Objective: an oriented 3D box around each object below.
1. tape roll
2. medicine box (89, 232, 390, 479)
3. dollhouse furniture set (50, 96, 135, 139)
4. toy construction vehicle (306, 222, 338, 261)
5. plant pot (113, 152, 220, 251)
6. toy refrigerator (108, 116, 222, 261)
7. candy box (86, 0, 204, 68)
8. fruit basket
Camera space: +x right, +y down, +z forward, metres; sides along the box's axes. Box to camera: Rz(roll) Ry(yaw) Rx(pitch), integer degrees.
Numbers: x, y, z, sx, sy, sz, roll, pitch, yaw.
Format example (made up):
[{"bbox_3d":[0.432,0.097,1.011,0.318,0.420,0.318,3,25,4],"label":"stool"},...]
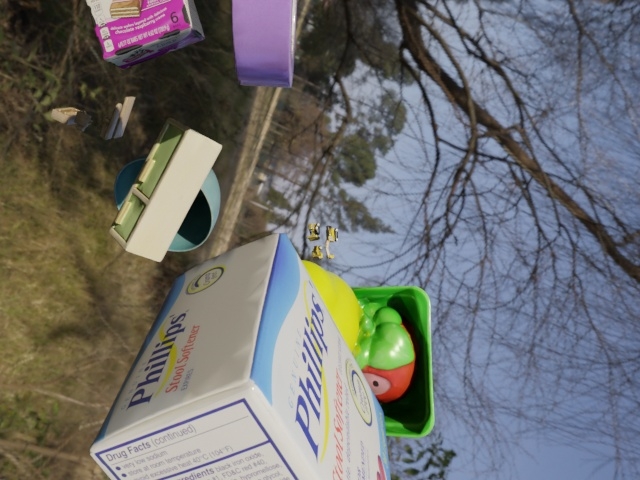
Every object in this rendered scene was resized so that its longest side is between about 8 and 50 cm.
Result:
[{"bbox_3d":[-0.085,-0.394,0.970,0.275,0.090,0.275,-177,-90,-89],"label":"tape roll"},{"bbox_3d":[-0.047,0.185,0.590,0.149,0.289,0.263,-22,-157,12],"label":"medicine box"},{"bbox_3d":[-0.631,-0.372,1.649,0.144,0.151,0.123,-74,-170,-74],"label":"dollhouse furniture set"},{"bbox_3d":[0.000,0.000,1.462,0.086,0.035,0.098,-8,-104,39],"label":"toy construction vehicle"},{"bbox_3d":[-0.400,-0.141,1.673,0.290,0.290,0.195,-58,-177,37],"label":"plant pot"},{"bbox_3d":[-0.318,-0.104,1.195,0.102,0.094,0.269,33,-84,45],"label":"toy refrigerator"},{"bbox_3d":[-0.304,-0.424,0.968,0.071,0.159,0.233,-12,84,-82],"label":"candy box"},{"bbox_3d":[0.001,0.181,0.988,0.392,0.392,0.283,156,-67,-75],"label":"fruit basket"}]
